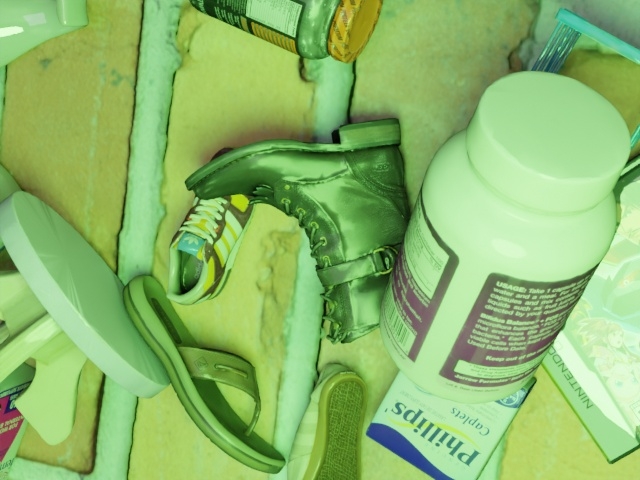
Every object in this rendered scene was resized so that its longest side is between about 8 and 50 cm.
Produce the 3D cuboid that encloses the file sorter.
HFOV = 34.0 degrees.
[{"bbox_3d":[0.264,-0.143,0.996,0.118,0.170,0.104,33,107,13],"label":"file sorter"}]

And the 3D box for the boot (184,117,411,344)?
[{"bbox_3d":[0.000,0.000,1.121,0.263,0.091,0.229,-11,92,4],"label":"boot"}]

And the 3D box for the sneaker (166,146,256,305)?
[{"bbox_3d":[-0.124,-0.014,1.178,0.069,0.084,0.185,16,100,16],"label":"sneaker"}]

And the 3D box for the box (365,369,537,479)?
[{"bbox_3d":[0.139,0.177,1.114,0.126,0.072,0.137,31,104,14],"label":"box"}]

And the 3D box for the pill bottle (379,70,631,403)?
[{"bbox_3d":[0.161,0.002,0.933,0.169,0.169,0.301,31,142,13],"label":"pill bottle"}]

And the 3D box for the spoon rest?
[{"bbox_3d":[-0.379,-0.265,1.255,0.276,0.084,0.137,1,94,32],"label":"spoon rest"}]

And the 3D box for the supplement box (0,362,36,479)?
[{"bbox_3d":[-0.446,0.248,1.292,0.114,0.111,0.220,27,103,14],"label":"supplement box"}]

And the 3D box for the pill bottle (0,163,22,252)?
[{"bbox_3d":[-0.494,0.016,1.266,0.272,0.152,0.152,-43,81,16],"label":"pill bottle"}]

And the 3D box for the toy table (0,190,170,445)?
[{"bbox_3d":[-0.315,0.098,1.179,0.161,0.252,0.274,-34,93,8],"label":"toy table"}]

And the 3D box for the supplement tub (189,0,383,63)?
[{"bbox_3d":[-0.036,-0.266,1.111,0.190,0.117,0.117,26,102,14],"label":"supplement tub"}]

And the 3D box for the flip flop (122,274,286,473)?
[{"bbox_3d":[-0.122,0.145,1.190,0.080,0.112,0.277,-35,78,3],"label":"flip flop"}]

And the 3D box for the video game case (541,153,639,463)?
[{"bbox_3d":[0.337,0.052,1.057,0.275,0.035,0.248,-36,83,18],"label":"video game case"}]

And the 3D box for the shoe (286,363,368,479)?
[{"bbox_3d":[0.006,0.243,1.176,0.058,0.076,0.219,29,110,58],"label":"shoe"}]
